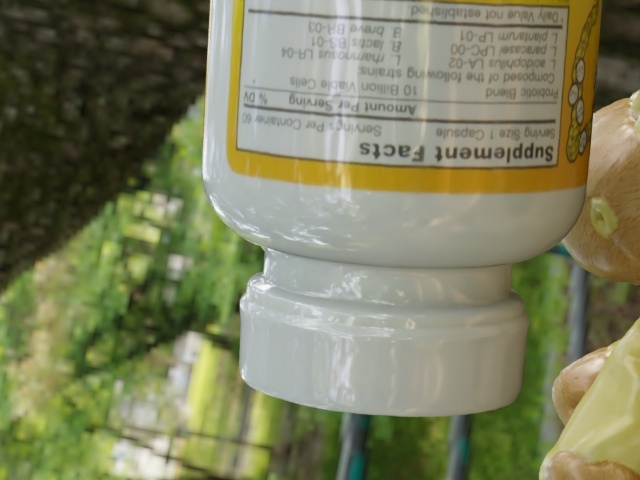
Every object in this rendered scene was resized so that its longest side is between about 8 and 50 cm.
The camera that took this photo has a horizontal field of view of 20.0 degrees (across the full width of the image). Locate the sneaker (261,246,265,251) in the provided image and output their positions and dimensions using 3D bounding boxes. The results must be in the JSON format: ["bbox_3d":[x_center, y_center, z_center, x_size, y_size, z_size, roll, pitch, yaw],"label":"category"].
[{"bbox_3d":[0.000,0.000,0.873,0.052,0.058,0.135,-36,-6,15],"label":"sneaker"}]

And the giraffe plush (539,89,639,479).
[{"bbox_3d":[0.154,0.005,0.644,0.170,0.210,0.181,61,173,-24],"label":"giraffe plush"}]

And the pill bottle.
[{"bbox_3d":[0.024,-0.058,0.538,0.117,0.118,0.208,-117,30,-81],"label":"pill bottle"}]
